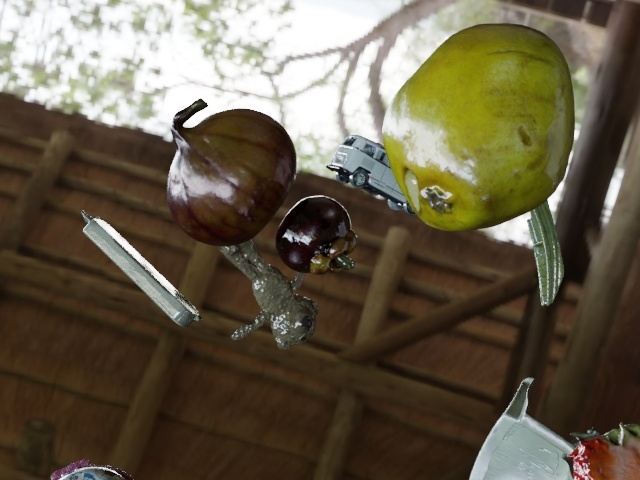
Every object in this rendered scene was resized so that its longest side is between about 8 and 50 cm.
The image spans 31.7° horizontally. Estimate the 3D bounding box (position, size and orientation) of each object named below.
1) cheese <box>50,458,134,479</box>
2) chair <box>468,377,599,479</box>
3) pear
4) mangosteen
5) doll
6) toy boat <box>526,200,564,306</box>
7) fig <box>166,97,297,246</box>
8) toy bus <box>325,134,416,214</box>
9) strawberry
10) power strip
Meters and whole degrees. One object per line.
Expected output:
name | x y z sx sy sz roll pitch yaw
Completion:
cheese | -0.305 0.390 1.521 0.155 0.062 0.244 -22 -134 -14
chair | 0.340 0.365 1.763 0.190 0.203 0.274 29 -162 14
pear | 0.218 -0.154 1.515 0.269 0.269 0.321 17 -134 11
mangosteen | 0.000 0.000 1.784 0.140 0.140 0.140 14 -168 -3
doll | -0.093 0.090 2.240 0.091 0.286 0.202 8 -154 45
toy boat | 0.453 -0.011 2.331 0.055 0.293 0.093 -12 175 -4
fig | -0.153 -0.109 1.840 0.214 0.235 0.235 9 -167 -17
toy bus | 0.112 -0.109 1.917 0.194 0.089 0.087 27 178 -22
strawberry | 0.429 0.345 1.468 0.174 0.098 0.228 -15 -129 -20
power strip | -0.254 0.040 1.561 0.227 0.029 0.080 44 179 4
